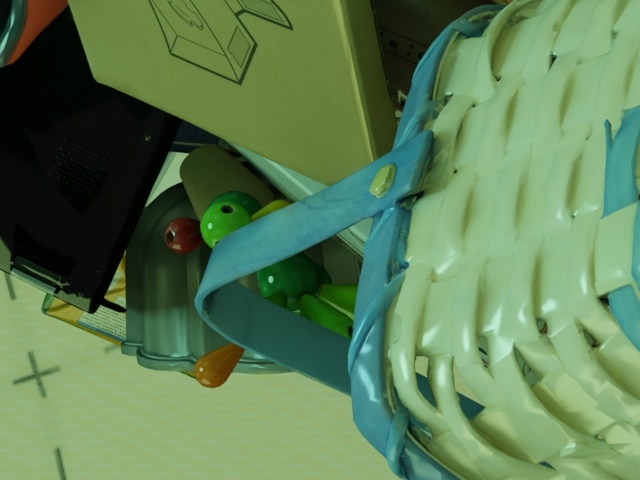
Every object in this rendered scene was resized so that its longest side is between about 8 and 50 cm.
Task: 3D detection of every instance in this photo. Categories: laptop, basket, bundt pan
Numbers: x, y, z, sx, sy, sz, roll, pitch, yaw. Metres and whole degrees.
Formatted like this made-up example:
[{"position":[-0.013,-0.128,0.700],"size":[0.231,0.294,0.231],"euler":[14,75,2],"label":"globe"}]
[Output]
[{"position":[-0.262,-0.133,1.180],"size":[0.382,0.408,0.236],"euler":[26,-150,-1],"label":"laptop"},{"position":[0.120,0.034,0.652],"size":[0.255,0.201,0.289],"euler":[27,147,-21],"label":"basket"},{"position":[0.000,0.000,1.414],"size":[0.331,0.124,0.331],"euler":[-9,-171,1],"label":"bundt pan"}]

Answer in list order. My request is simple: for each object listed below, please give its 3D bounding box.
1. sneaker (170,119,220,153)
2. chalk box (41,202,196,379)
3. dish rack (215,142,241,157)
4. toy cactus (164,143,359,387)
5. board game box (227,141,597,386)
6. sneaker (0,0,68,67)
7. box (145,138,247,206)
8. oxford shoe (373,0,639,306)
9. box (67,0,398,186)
[{"position":[-0.178,-0.151,1.259],"size":[0.315,0.127,0.182],"euler":[29,180,-22],"label":"sneaker"},{"position":[-0.128,-0.047,1.774],"size":[0.180,0.289,0.179],"euler":[25,134,-12],"label":"chalk box"},{"position":[-0.141,-0.145,1.475],"size":[0.271,0.074,0.208],"euler":[23,-171,-5],"label":"dish rack"},{"position":[-0.036,0.017,1.128],"size":[0.219,0.112,0.180],"euler":[28,-160,-52],"label":"toy cactus"},{"position":[0.053,-0.025,1.033],"size":[0.224,0.097,0.303],"euler":[41,178,25],"label":"board game box"},{"position":[-0.231,-0.183,0.736],"size":[0.350,0.148,0.131],"euler":[28,178,-31],"label":"sneaker"},{"position":[-0.050,-0.062,1.636],"size":[0.170,0.130,0.091],"euler":[27,135,-8],"label":"box"},{"position":[0.063,-0.044,0.781],"size":[0.364,0.132,0.130],"euler":[27,179,-3],"label":"oxford shoe"},{"position":[-0.049,-0.112,0.700],"size":[0.164,0.021,0.201],"euler":[25,149,30],"label":"box"}]
